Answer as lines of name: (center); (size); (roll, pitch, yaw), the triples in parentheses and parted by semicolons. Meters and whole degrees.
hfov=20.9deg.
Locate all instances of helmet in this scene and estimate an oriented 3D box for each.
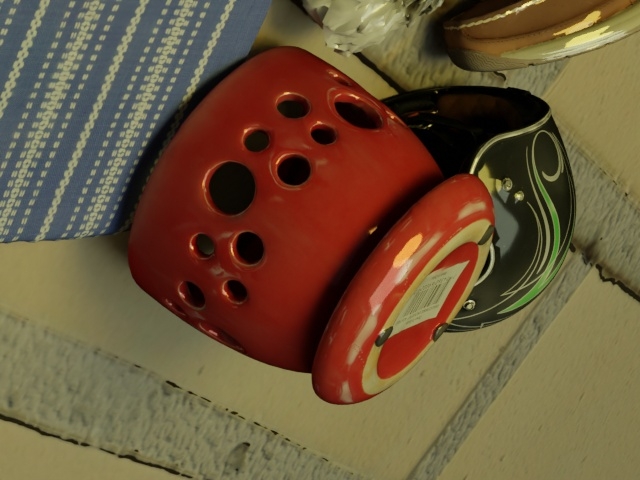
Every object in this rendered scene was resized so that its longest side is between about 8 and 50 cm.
helmet: (0.102, -0.018, 1.245); (0.169, 0.169, 0.162); (-20, 118, -37)

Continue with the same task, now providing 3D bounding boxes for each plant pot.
plant pot: (0.000, 0.000, 1.101); (0.191, 0.174, 0.191); (-45, 160, -22)

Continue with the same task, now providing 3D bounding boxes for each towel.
towel: (-0.159, -0.103, 0.963); (0.336, 0.040, 0.243); (-4, 126, -52)

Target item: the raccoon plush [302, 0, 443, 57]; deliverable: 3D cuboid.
raccoon plush: (0.231, -0.223, 1.030); (0.446, 0.299, 0.216); (-48, 117, -4)

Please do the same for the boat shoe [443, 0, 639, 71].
boat shoe: (0.221, -0.223, 1.257); (0.324, 0.123, 0.116); (-29, 106, -16)
